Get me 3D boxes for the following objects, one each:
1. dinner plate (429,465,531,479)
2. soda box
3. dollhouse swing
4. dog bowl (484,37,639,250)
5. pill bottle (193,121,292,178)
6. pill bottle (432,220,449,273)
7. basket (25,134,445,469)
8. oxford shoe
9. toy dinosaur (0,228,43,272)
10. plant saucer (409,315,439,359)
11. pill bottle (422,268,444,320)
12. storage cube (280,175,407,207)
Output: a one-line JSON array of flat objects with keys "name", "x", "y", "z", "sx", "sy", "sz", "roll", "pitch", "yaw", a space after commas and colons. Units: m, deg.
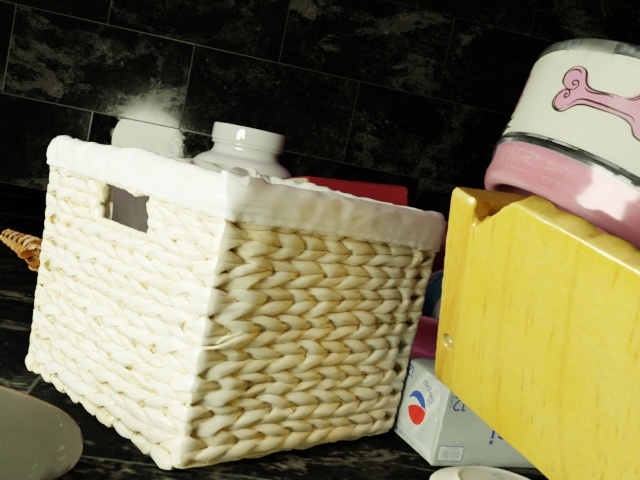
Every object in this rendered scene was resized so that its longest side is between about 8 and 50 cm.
[{"name": "dinner plate", "x": 0.175, "y": 0.243, "z": 0.699, "sx": 0.141, "sy": 0.017, "sz": 0.141, "roll": 12, "pitch": 4, "yaw": -1}, {"name": "soda box", "x": 0.232, "y": 0.201, "z": 0.845, "sx": 0.286, "sy": 0.091, "sz": 0.098, "roll": 9, "pitch": 7, "yaw": -24}, {"name": "dollhouse swing", "x": 0.334, "y": 0.102, "z": 0.646, "sx": 0.305, "sy": 0.315, "sz": 0.347, "roll": -20, "pitch": 37, "yaw": -27}, {"name": "dog bowl", "x": 0.350, "y": -0.019, "z": 0.760, "sx": 0.408, "sy": 0.150, "sz": 0.408, "roll": 39, "pitch": 0, "yaw": 0}, {"name": "pill bottle", "x": -0.150, "y": -0.033, "z": 1.263, "sx": 0.181, "sy": 0.323, "sz": 0.181, "roll": 12, "pitch": 5, "yaw": -1}, {"name": "pill bottle", "x": 0.340, "y": 0.079, "z": 1.666, "sx": 0.392, "sy": 0.224, "sz": 0.224, "roll": 13, "pitch": 5, "yaw": 13}, {"name": "basket", "x": -0.097, "y": 0.050, "z": 0.804, "sx": 0.328, "sy": 0.266, "sz": 0.331, "roll": 16, "pitch": 8, "yaw": 43}, {"name": "oxford shoe", "x": -0.286, "y": 0.137, "z": 0.550, "sx": 0.212, "sy": 0.076, "sz": 0.076, "roll": 11, "pitch": -6, "yaw": -12}, {"name": "toy dinosaur", "x": -0.388, "y": 0.020, "z": 1.231, "sx": 0.322, "sy": 0.164, "sz": 0.218, "roll": 33, "pitch": 25, "yaw": 5}, {"name": "plant saucer", "x": 0.114, "y": 0.165, "z": 1.032, "sx": 0.332, "sy": 0.084, "sz": 0.332, "roll": 11, "pitch": 4, "yaw": -1}, {"name": "pill bottle", "x": 0.257, "y": 0.137, "z": 1.299, "sx": 0.146, "sy": 0.146, "sz": 0.264, "roll": 11, "pitch": 5, "yaw": -3}, {"name": "storage cube", "x": 0.000, "y": 0.000, "z": 1.130, "sx": 0.193, "sy": 0.184, "sz": 0.215, "roll": 3, "pitch": 0, "yaw": -37}]
